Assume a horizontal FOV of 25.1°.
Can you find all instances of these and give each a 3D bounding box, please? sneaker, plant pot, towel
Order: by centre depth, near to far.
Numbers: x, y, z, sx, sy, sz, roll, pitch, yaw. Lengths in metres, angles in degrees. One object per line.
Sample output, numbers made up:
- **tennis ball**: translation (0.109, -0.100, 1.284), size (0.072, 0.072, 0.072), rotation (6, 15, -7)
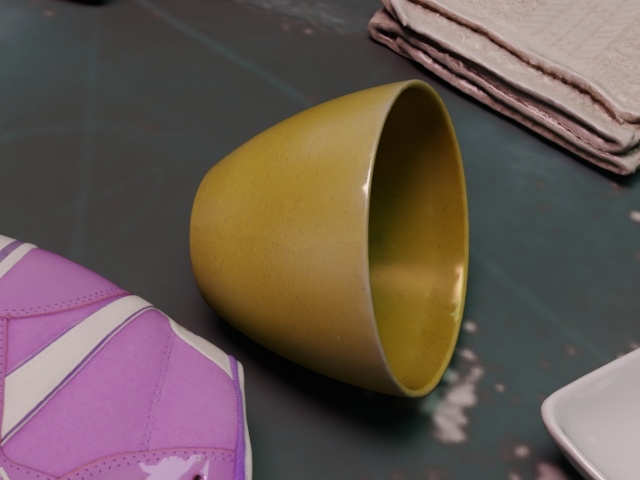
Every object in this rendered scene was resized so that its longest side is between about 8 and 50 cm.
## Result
- **sneaker**: translation (-0.110, 0.113, 0.487), size (0.161, 0.102, 0.282), rotation (25, 45, 4)
- **plant pot**: translation (0.000, 0.000, 0.623), size (0.095, 0.134, 0.134), rotation (-1, 39, 23)
- **towel**: translation (0.170, -0.155, 0.868), size (0.187, 0.049, 0.282), rotation (31, 46, 14)

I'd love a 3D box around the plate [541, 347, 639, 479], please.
- **plate**: translation (0.272, 0.128, 0.621), size (0.278, 0.045, 0.277), rotation (-23, 55, -33)
